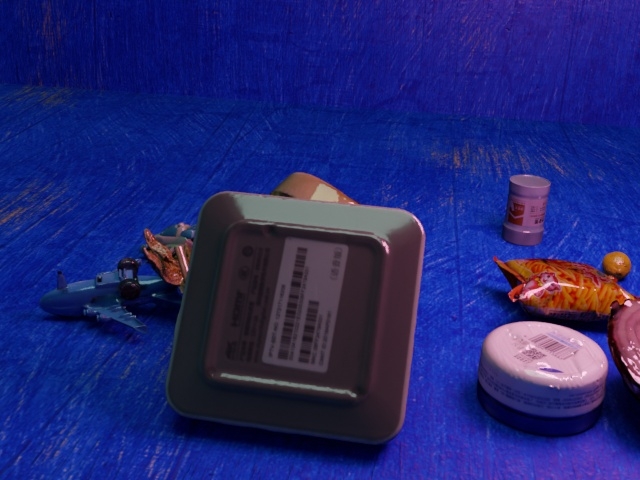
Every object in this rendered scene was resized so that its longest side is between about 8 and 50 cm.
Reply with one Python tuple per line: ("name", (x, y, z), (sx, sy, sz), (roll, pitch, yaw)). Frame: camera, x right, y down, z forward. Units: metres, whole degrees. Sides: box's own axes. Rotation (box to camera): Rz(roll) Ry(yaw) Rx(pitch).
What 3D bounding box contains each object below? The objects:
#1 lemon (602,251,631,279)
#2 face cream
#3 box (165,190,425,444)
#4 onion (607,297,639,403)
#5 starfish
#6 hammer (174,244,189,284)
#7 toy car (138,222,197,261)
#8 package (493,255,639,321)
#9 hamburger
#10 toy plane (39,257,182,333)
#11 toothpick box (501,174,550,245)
("lemon", (0.665, 0.055, 1.837), (0.062, 0.062, 0.083), (4, 24, 5))
("face cream", (0.364, 0.218, 1.346), (0.206, 0.111, 0.206), (1, 25, 0))
("box", (-0.037, 0.114, 1.277), (0.373, 0.367, 0.090), (6, -17, 8))
("onion", (0.599, 0.233, 1.317), (0.314, 0.146, 0.280), (19, 40, 17))
("starfish", (-0.256, 0.060, 1.593), (0.277, 0.062, 0.236), (27, 20, -40))
("hammer", (-0.227, 0.103, 1.492), (0.062, 0.199, 0.013), (-13, -8, -38))
("toy car", (-0.321, -0.005, 1.835), (0.161, 0.098, 0.126), (13, 23, 21))
("package", (0.498, 0.102, 1.659), (0.288, 0.108, 0.223), (9, 17, -3))
("hamburger", (0.000, 0.000, 1.649), (0.300, 0.300, 0.176), (22, 72, 39))
("toy plane", (-0.400, 0.100, 1.576), (0.271, 0.105, 0.254), (0, 28, -16))
("toothpick box", (0.506, -0.075, 2.016), (0.101, 0.153, 0.101), (1, 22, -1))
